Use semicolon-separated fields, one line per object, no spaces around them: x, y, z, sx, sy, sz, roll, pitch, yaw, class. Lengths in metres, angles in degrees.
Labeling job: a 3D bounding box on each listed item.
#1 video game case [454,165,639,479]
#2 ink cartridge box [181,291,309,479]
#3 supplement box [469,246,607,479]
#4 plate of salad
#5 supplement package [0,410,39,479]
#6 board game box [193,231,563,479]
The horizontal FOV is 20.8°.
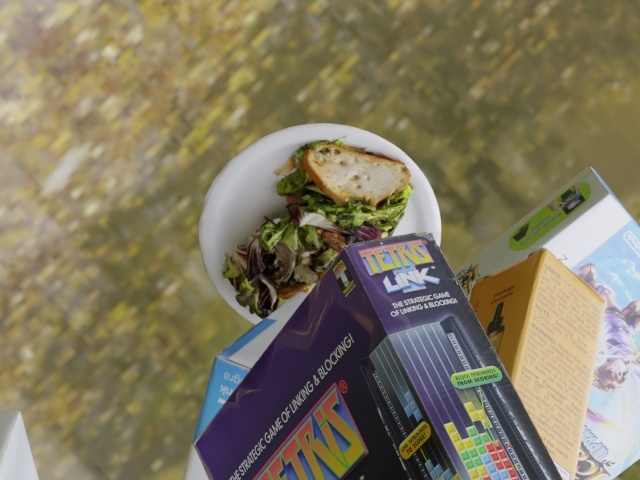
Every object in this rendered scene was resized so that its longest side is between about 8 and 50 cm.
0.233;0.103;1.615;0.244;0.269;0.061;-39;-151;10;video game case
-0.029;0.219;1.325;0.223;0.129;0.307;-37;144;-72;ink cartridge box
0.130;0.121;1.177;0.078;0.080;0.233;-29;-145;45;supplement box
0.000;0.000;1.422;0.200;0.200;0.048;-47;-160;19;plate of salad
-0.269;0.217;0.819;0.198;0.262;0.199;-82;167;-54;supplement package
0.021;0.101;0.714;0.048;0.141;0.170;-12;153;-34;board game box
